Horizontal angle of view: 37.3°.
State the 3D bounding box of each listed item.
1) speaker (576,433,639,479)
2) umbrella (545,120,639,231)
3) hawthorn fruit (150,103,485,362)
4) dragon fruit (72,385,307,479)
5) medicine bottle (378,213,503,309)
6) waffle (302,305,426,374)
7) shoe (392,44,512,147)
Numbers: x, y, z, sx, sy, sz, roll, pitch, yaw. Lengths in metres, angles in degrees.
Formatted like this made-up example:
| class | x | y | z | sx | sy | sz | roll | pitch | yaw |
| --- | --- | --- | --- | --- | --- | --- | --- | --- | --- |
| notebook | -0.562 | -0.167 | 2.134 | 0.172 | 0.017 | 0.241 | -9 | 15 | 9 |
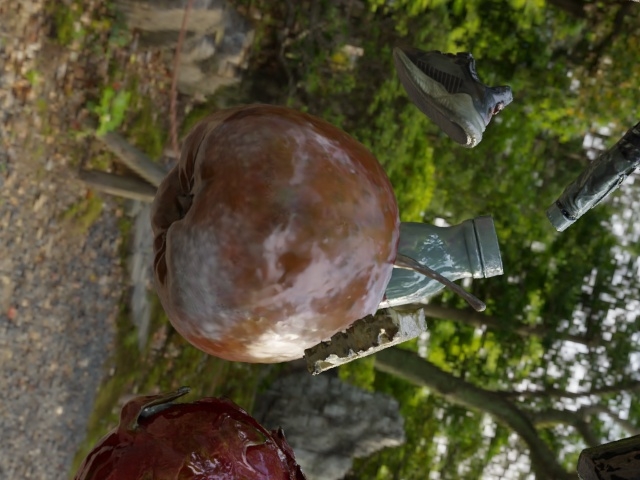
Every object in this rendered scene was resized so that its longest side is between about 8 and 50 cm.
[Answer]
| class | x | y | z | sx | sy | sz | roll | pitch | yaw |
| --- | --- | --- | --- | --- | --- | --- | --- | --- | --- |
| speaker | 0.355 | 0.358 | 0.804 | 0.184 | 0.180 | 0.389 | 6 | 65 | -67 |
| umbrella | 0.325 | -0.081 | 1.041 | 0.188 | 0.046 | 0.050 | -49 | 162 | 29 |
| hawthorn fruit | -0.040 | -0.006 | 0.860 | 0.263 | 0.231 | 0.235 | 13 | 52 | -56 |
| dragon fruit | -0.087 | 0.155 | 0.563 | 0.136 | 0.165 | 0.133 | -132 | -151 | -66 |
| medicine bottle | 0.086 | 0.025 | 1.033 | 0.090 | 0.216 | 0.091 | -11 | 90 | -81 |
| waffle | 0.019 | 0.068 | 0.626 | 0.152 | 0.097 | 0.023 | 18 | 50 | -78 |
| shoe | 0.203 | -0.241 | 1.461 | 0.227 | 0.112 | 0.099 | 55 | -2 | 37 |
